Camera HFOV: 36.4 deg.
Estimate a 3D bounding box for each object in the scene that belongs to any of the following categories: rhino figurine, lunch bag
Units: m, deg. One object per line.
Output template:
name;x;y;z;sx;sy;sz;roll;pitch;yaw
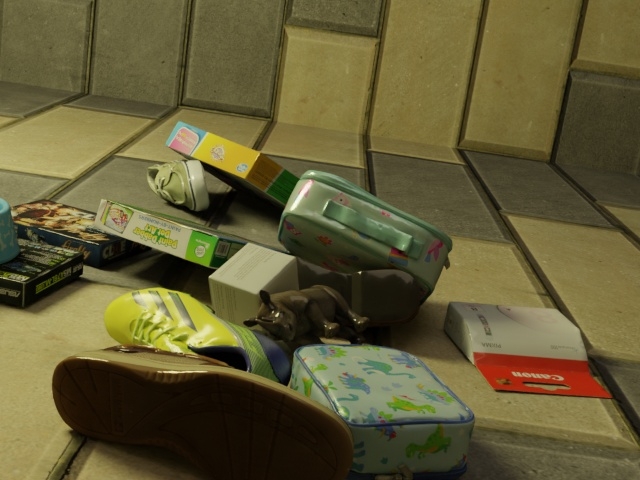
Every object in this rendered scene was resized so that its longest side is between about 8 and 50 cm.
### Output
rhino figurine;-0.024;0.106;1.315;0.106;0.073;0.243;39;16;23
lunch bag;0.067;0.194;1.108;0.176;0.090;0.219;2;16;-19
lunch bag;0.074;0.000;1.556;0.279;0.108;0.224;25;-18;3

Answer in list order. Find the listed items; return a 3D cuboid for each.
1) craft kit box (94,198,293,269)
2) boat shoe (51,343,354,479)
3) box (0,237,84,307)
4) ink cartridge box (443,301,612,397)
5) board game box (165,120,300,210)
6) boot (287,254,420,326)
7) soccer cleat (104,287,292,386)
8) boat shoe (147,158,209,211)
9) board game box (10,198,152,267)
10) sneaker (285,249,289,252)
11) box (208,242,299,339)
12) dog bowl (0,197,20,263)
craft kit box;-0.203;0.002;1.622;0.246;0.061;0.250;20;2;30
boat shoe;-0.114;0.173;1.039;0.341;0.123;0.123;7;15;21
box;-0.484;0.039;1.469;0.190;0.045;0.184;11;18;10
ink cartridge box;0.308;0.157;1.452;0.189;0.066;0.232;6;11;-12
board game box;-0.158;-0.146;2.108;0.316;0.064;0.242;25;-5;46
boot;0.001;0.094;1.496;0.305;0.112;0.115;6;-16;8
soccer cleat;-0.171;0.130;1.212;0.289;0.093;0.121;17;19;28
boat shoe;-0.305;-0.116;2.076;0.094;0.109;0.302;-12;11;-16
board game box;-0.439;-0.016;1.701;0.243;0.042;0.165;14;16;20
sneaker;0.000;0.000;1.793;0.121;0.099;0.262;6;13;6
box;-0.091;0.077;1.382;0.087;0.102;0.101;16;38;28
dog bowl;-0.575;-0.010;1.389;0.166;0.074;0.297;22;24;38
